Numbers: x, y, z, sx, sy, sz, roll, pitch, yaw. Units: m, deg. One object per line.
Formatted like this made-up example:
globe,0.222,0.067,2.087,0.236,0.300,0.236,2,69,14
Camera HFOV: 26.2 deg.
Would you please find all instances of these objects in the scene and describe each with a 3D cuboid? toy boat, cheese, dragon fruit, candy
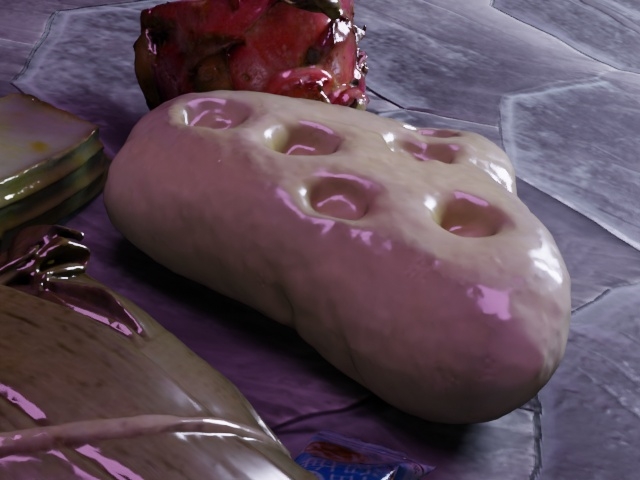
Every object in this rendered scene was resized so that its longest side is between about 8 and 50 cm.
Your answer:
toy boat,-0.260,-0.047,1.069,0.111,0.084,0.276,22,30,16
cheese,0.000,0.000,1.022,0.329,0.129,0.351,9,27,-8
dragon fruit,-0.058,-0.149,1.226,0.211,0.147,0.282,-10,10,-26
candy,0.012,0.154,0.850,0.088,0.038,0.136,8,18,25

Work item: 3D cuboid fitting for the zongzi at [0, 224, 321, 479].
zongzi,-0.133,0.215,0.497,0.467,0.218,0.500,29,34,28
